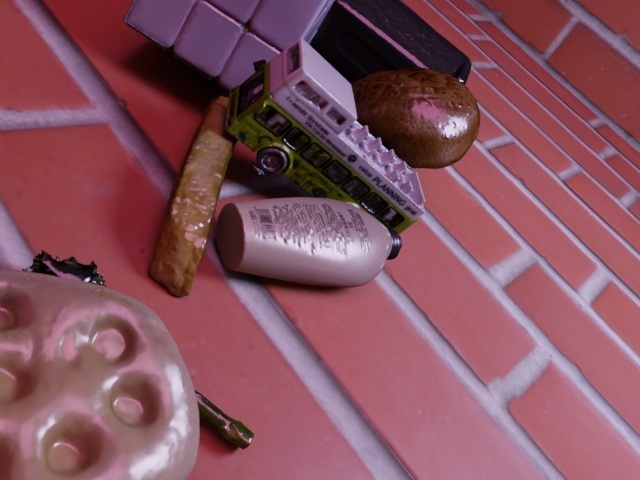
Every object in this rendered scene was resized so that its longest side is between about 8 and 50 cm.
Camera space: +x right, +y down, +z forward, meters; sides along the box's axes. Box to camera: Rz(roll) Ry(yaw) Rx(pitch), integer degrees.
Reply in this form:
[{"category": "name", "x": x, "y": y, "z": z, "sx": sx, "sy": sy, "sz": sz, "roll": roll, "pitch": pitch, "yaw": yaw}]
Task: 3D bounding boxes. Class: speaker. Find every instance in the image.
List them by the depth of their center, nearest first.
[{"category": "speaker", "x": 0.110, "y": -0.349, "z": 1.159, "sx": 0.388, "sy": 0.180, "sz": 0.184, "roll": 40, "pitch": 41, "yaw": 5}]

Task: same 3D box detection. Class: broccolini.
[{"category": "broccolini", "x": -0.167, "y": 0.104, "z": 0.547, "sx": 0.254, "sy": 0.071, "sz": 0.057, "roll": 42, "pitch": -6, "yaw": -3}]

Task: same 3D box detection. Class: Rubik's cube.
[{"category": "Rubik's cube", "x": -0.111, "y": -0.355, "z": 0.894, "sx": 0.224, "sy": 0.221, "sz": 0.231, "roll": 32, "pitch": 19, "yaw": -7}]

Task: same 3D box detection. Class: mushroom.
[{"category": "mushroom", "x": 0.129, "y": -0.197, "z": 0.976, "sx": 0.253, "sy": 0.153, "sz": 0.253, "roll": -3, "pitch": 22, "yaw": 1}]

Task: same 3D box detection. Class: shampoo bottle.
[{"category": "shampoo bottle", "x": 0.000, "y": 0.000, "z": 0.750, "sx": 0.257, "sy": 0.078, "sz": 0.127, "roll": 3, "pitch": 52, "yaw": -36}]

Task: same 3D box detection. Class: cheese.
[{"category": "cheese", "x": -0.203, "y": 0.124, "z": 0.410, "sx": 0.235, "sy": 0.117, "sz": 0.218, "roll": 30, "pitch": 38, "yaw": -5}]

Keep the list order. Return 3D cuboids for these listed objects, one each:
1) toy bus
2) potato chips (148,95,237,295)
[{"category": "toy bus", "x": 0.022, "y": -0.120, "z": 0.815, "sx": 0.301, "sy": 0.139, "sz": 0.113, "roll": 36, "pitch": 32, "yaw": -32}, {"category": "potato chips", "x": -0.139, "y": -0.102, "z": 0.756, "sx": 0.057, "sy": 0.080, "sz": 0.407, "roll": 17, "pitch": 38, "yaw": -10}]
